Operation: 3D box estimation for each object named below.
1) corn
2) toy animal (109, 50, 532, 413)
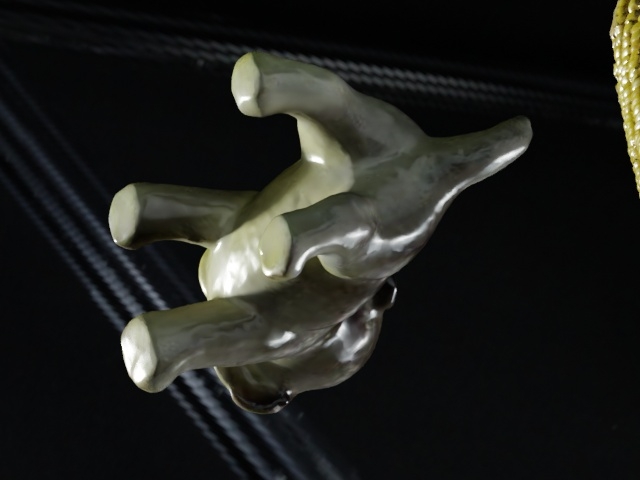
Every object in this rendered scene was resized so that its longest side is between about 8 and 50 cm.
[{"bbox_3d":[0.268,-0.093,1.028,0.106,0.106,0.293,18,-135,-11],"label":"corn"},{"bbox_3d":[-0.016,0.005,0.709,0.169,0.233,0.121,0,-119,-30],"label":"toy animal"}]
